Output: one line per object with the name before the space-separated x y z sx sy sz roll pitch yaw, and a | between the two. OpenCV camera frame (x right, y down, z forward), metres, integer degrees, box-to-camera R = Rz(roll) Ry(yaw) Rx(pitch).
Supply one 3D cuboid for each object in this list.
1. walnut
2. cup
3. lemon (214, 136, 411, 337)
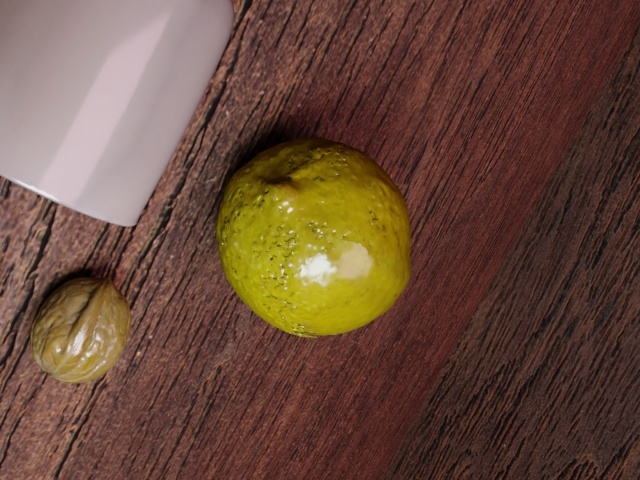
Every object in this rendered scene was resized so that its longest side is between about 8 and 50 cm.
walnut | -0.265 0.097 0.726 0.125 0.105 0.105 -62 153 -13
cup | -0.183 -0.144 0.539 0.201 0.191 0.253 -60 -179 0
lemon | 0.000 0.000 0.864 0.258 0.257 0.310 -57 156 3
